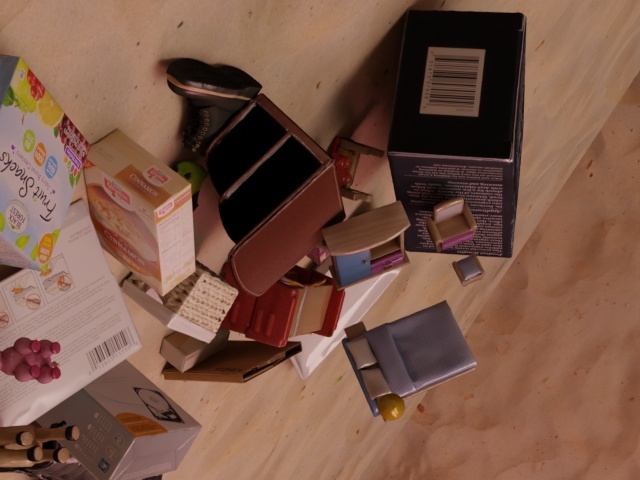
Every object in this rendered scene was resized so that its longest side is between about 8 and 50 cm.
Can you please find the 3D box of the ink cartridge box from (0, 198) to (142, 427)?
[{"bbox_3d":[-0.392,0.107,1.475,0.275,0.060,0.238,-34,115,-38],"label":"ink cartridge box"}]

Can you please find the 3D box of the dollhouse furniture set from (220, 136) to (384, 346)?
[{"bbox_3d":[-0.039,-0.009,1.975,0.201,0.152,0.374,1,105,-62],"label":"dollhouse furniture set"}]

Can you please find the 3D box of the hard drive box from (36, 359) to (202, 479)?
[{"bbox_3d":[-0.321,0.248,1.639,0.089,0.232,0.181,-59,157,11],"label":"hard drive box"}]

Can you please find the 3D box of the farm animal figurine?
[{"bbox_3d":[-0.459,0.183,1.274,0.327,0.172,0.330,-53,128,-56],"label":"farm animal figurine"}]

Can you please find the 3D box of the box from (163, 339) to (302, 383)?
[{"bbox_3d":[-0.156,0.214,1.983,0.164,0.201,0.021,-24,105,-48],"label":"box"}]

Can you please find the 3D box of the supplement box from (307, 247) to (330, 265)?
[{"bbox_3d":[0.000,0.000,2.139,0.055,0.043,0.083,-43,154,-23],"label":"supplement box"}]

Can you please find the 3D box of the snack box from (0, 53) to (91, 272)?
[{"bbox_3d":[-0.348,-0.083,1.242,0.207,0.070,0.174,64,38,-63],"label":"snack box"}]

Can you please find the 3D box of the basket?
[{"bbox_3d":[-0.217,0.081,1.754,0.103,0.113,0.167,-55,158,-1],"label":"basket"}]

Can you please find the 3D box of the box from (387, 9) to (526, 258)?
[{"bbox_3d":[0.255,-0.180,2.005,0.395,0.212,0.293,71,26,-64],"label":"box"}]

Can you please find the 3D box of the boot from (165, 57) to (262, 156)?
[{"bbox_3d":[-0.169,-0.173,1.540,0.137,0.077,0.198,-55,157,18],"label":"boot"}]

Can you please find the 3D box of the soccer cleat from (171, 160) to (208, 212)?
[{"bbox_3d":[-0.220,-0.036,1.651,0.178,0.060,0.072,-60,158,9],"label":"soccer cleat"}]

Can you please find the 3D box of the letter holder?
[{"bbox_3d":[-0.095,-0.052,1.689,0.214,0.152,0.302,-45,167,-7],"label":"letter holder"}]

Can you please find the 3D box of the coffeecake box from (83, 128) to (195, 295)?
[{"bbox_3d":[-0.243,-0.036,1.496,0.068,0.142,0.185,-40,153,-30],"label":"coffeecake box"}]

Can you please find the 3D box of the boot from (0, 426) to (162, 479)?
[{"bbox_3d":[-0.420,0.360,1.748,0.223,0.118,0.338,23,144,-33],"label":"boot"}]

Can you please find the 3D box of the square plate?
[{"bbox_3d":[0.033,0.111,2.355,0.347,0.049,0.344,-48,156,-12],"label":"square plate"}]

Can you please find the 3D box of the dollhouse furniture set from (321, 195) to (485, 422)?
[{"bbox_3d":[0.168,0.106,1.805,0.287,0.303,0.198,-21,161,-3],"label":"dollhouse furniture set"}]

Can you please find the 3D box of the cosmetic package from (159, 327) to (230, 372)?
[{"bbox_3d":[-0.221,0.180,1.956,0.115,0.060,0.041,-30,147,-46],"label":"cosmetic package"}]
